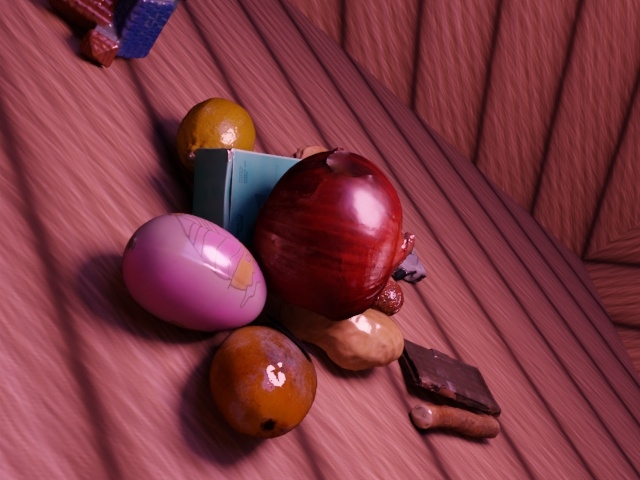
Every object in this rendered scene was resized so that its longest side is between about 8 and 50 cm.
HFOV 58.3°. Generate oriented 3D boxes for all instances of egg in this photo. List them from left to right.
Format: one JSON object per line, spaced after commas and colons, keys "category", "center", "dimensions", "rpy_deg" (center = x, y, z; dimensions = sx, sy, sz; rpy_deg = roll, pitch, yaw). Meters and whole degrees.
{"category": "egg", "center": [-0.213, 0.063, 1.012], "dimensions": [0.271, 0.196, 0.196], "rpy_deg": [25, 35, -23]}

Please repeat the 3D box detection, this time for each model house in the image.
{"category": "model house", "center": [-0.513, -0.592, 1.395], "dimensions": [0.295, 0.252, 0.329], "rpy_deg": [35, 37, -22]}

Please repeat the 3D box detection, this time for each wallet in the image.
{"category": "wallet", "center": [0.334, 0.359, 1.501], "dimensions": [0.317, 0.044, 0.169], "rpy_deg": [26, 23, -29]}

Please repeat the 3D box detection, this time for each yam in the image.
{"category": "yam", "center": [0.334, 0.443, 1.407], "dimensions": [0.300, 0.066, 0.066], "rpy_deg": [22, 38, -36]}

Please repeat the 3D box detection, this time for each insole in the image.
{"category": "insole", "center": [-0.056, 0.175, 1.067], "dimensions": [0.153, 0.002, 0.053], "rpy_deg": [33, -2, 37]}

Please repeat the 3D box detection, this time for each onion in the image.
{"category": "onion", "center": [0.021, -0.026, 1.157], "dimensions": [0.341, 0.341, 0.341], "rpy_deg": [33, 32, -24]}

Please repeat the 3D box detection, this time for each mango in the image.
{"category": "mango", "center": [-0.096, 0.233, 1.024], "dimensions": [0.193, 0.146, 0.316], "rpy_deg": [41, 10, -5]}

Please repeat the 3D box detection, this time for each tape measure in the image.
{"category": "tape measure", "center": [0.211, -0.021, 1.794], "dimensions": [0.164, 0.084, 0.330], "rpy_deg": [13, 45, -52]}

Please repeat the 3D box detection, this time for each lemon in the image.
{"category": "lemon", "center": [-0.246, -0.234, 1.349], "dimensions": [0.184, 0.184, 0.248], "rpy_deg": [39, 36, -15]}

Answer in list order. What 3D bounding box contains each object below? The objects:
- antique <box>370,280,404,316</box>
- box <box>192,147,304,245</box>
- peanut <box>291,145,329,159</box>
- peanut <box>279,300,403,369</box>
{"category": "antique", "center": [0.172, 0.153, 1.511], "dimensions": [0.104, 0.104, 0.104], "rpy_deg": [33, 32, -24]}
{"category": "box", "center": [-0.139, -0.093, 1.287], "dimensions": [0.311, 0.118, 0.205], "rpy_deg": [-3, 97, -54]}
{"category": "peanut", "center": [0.046, -0.165, 1.705], "dimensions": [0.313, 0.149, 0.149], "rpy_deg": [32, 32, -33]}
{"category": "peanut", "center": [0.051, 0.200, 1.255], "dimensions": [0.319, 0.147, 0.147], "rpy_deg": [25, 35, -26]}
